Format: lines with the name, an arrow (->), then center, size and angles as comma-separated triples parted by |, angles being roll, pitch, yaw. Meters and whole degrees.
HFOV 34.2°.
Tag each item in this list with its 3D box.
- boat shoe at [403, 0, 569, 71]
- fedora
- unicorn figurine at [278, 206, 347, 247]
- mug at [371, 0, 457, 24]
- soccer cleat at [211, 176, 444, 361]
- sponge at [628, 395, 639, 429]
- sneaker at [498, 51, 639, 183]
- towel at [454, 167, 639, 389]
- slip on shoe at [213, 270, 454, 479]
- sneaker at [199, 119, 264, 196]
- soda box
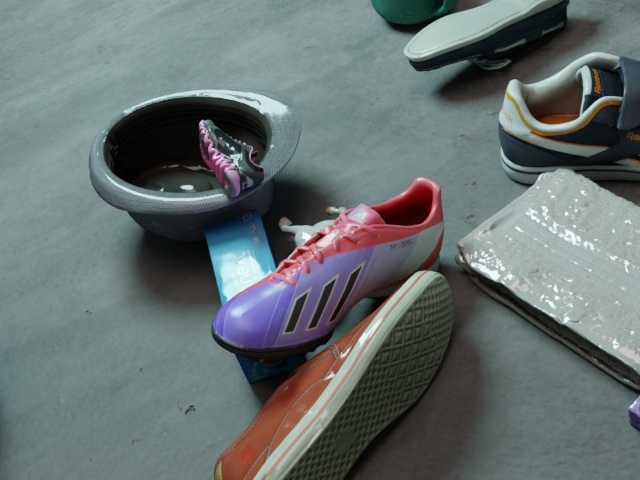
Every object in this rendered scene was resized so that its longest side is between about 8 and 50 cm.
boat shoe -> 0.234, -0.286, 1.445 | 0.254, 0.079, 0.095 | -30, 41, -16
fedora -> -0.153, -0.084, 1.331 | 0.275, 0.124, 0.243 | -3, 45, 7
unicorn figurine -> 0.000, 0.000, 1.219 | 0.162, 0.060, 0.111 | -32, 26, -17
mug -> 0.137, -0.378, 1.562 | 0.129, 0.097, 0.157 | -10, 43, 8
soccer cleat -> 0.014, 0.024, 1.093 | 0.318, 0.116, 0.109 | -23, 43, -39
sponge -> 0.397, 0.178, 0.932 | 0.117, 0.031, 0.210 | -36, 45, -18
sneaker -> 0.369, -0.146, 1.217 | 0.321, 0.127, 0.126 | -6, 42, 11
towel -> 0.295, 0.027, 1.115 | 0.187, 0.049, 0.282 | -37, 45, -19
slip on shoe -> 0.018, 0.148, 1.040 | 0.101, 0.123, 0.331 | 23, 60, 41
sneaker -> -0.104, -0.101, 1.223 | 0.057, 0.047, 0.119 | -21, 55, -18
soda box -> -0.077, 0.059, 1.197 | 0.071, 0.067, 0.210 | -19, 42, -1
